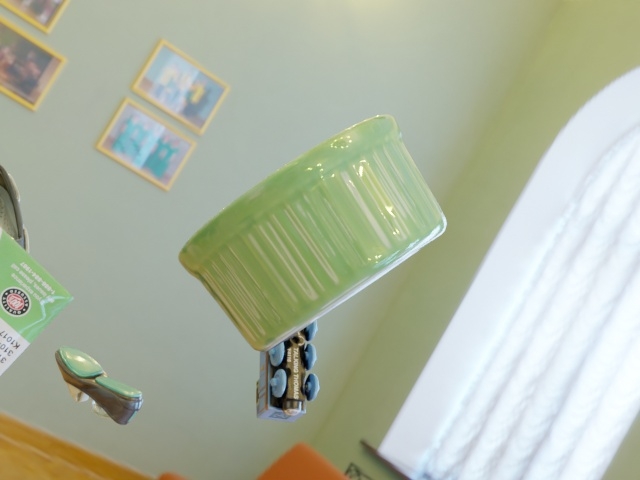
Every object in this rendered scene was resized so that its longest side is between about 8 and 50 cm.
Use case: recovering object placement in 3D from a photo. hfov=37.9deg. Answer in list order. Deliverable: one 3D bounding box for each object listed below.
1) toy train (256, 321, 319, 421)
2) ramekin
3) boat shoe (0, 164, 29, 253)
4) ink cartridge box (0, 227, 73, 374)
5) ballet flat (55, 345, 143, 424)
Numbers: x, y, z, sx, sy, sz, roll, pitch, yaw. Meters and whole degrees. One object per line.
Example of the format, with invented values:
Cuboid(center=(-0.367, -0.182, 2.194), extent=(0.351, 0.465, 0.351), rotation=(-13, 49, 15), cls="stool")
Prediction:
Cuboid(center=(-0.054, 0.188, 1.437), extent=(0.080, 0.184, 0.105), rotation=(12, -32, -24), cls="toy train")
Cuboid(center=(0.000, 0.000, 1.090), extent=(0.148, 0.303, 0.303), rotation=(56, -2, 4), cls="ramekin")
Cuboid(center=(-0.461, 0.019, 1.286), extent=(0.114, 0.091, 0.303), rotation=(-5, 52, -25), cls="boat shoe")
Cuboid(center=(-0.416, 0.085, 0.893), extent=(0.201, 0.278, 0.117), rotation=(50, -19, -27), cls="ink cartridge box")
Cuboid(center=(-0.374, 0.244, 1.532), extent=(0.203, 0.074, 0.074), rotation=(25, -6, 32), cls="ballet flat")
